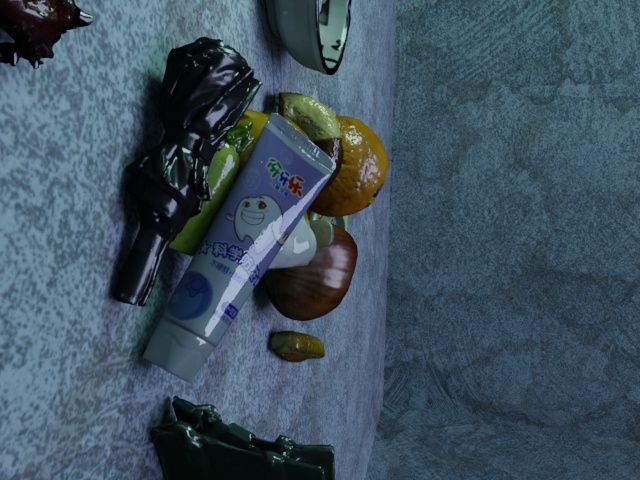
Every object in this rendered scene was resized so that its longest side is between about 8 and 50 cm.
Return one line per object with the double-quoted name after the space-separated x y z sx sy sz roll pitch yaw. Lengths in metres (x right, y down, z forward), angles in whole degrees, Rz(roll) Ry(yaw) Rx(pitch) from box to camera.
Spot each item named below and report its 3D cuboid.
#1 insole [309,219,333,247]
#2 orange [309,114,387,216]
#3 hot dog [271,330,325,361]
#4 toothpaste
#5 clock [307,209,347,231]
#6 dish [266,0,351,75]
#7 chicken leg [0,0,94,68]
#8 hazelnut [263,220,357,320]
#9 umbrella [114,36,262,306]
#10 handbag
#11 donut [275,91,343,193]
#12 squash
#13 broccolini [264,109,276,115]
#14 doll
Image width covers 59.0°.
-0.057 -0.009 0.979 0.010 0.192 0.063 -4 92 -53 "insole"
0.036 -0.160 1.229 0.193 0.220 0.219 -65 157 -73 "orange"
-0.049 0.248 1.332 0.289 0.083 0.068 54 24 -70 "hot dog"
-0.110 0.007 0.763 0.125 0.080 0.371 38 71 -25 "toothpaste"
0.000 0.000 1.383 0.170 0.069 0.231 -33 129 -53 "clock"
-0.025 -0.459 1.070 0.303 0.120 0.302 6 90 -78 "dish"
-0.245 -0.200 0.398 0.234 0.063 0.105 41 50 -71 "chicken leg"
-0.030 0.054 1.156 0.186 0.210 0.209 -124 -145 -73 "hazelnut"
-0.171 -0.086 0.681 0.118 0.118 0.339 49 57 -71 "umbrella"
-0.099 0.349 0.796 0.079 0.248 0.259 -57 151 -51 "handbag"
-0.023 -0.190 1.089 0.085 0.141 0.217 151 -69 -87 "donut"
-0.158 -0.083 0.773 0.090 0.075 0.200 28 89 -56 "squash"
-0.092 -0.140 1.048 0.067 0.058 0.216 44 52 -68 "broccolini"
-0.085 -0.069 0.894 0.167 0.162 0.269 2 99 -56 "doll"
